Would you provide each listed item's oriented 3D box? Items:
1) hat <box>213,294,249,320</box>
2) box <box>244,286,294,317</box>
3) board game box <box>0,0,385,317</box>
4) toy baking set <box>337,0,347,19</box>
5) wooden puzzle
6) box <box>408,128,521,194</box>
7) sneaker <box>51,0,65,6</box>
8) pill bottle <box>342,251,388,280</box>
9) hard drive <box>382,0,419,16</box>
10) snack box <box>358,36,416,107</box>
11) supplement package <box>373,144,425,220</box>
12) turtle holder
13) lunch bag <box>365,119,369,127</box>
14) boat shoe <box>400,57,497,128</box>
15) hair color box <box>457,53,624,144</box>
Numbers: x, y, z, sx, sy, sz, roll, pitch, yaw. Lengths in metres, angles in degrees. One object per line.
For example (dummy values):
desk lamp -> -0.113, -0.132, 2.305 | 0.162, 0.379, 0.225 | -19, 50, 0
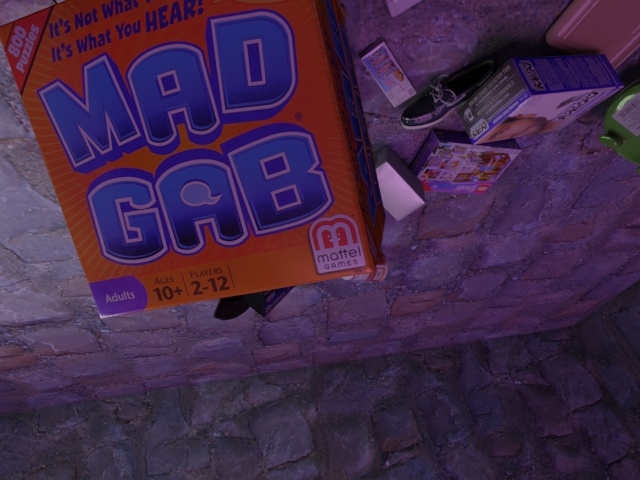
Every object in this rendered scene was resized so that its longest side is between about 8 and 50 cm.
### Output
hat -> -0.288, 0.114, 1.424 | 0.331, 0.134, 0.331 | -48, 162, -21
box -> -0.145, 0.115, 1.415 | 0.261, 0.103, 0.184 | -45, 157, -29
board game box -> -0.118, -0.139, 0.604 | 0.357, 0.356, 0.356 | -11, -169, 14
toy baking set -> 0.028, -0.518, 0.740 | 0.256, 0.030, 0.197 | -33, 144, 28
wooden puzzle -> 0.677, -0.522, 0.928 | 0.239, 0.044, 0.221 | 10, 141, -22
box -> 0.431, -0.235, 1.249 | 0.294, 0.057, 0.200 | 1, 143, -19
sneaker -> -0.402, -0.389, 0.764 | 0.084, 0.069, 0.185 | -19, 141, 25
pill bottle -> 0.145, 0.096, 1.588 | 0.216, 0.121, 0.121 | 5, 143, -22
hard drive -> 0.156, -0.580, 0.636 | 0.233, 0.047, 0.353 | -28, 140, 12
snack box -> 0.163, -0.394, 0.965 | 0.064, 0.022, 0.178 | -28, 143, 24
supplement package -> 0.210, -0.166, 1.186 | 0.105, 0.105, 0.179 | -35, 116, 31
turtle holder -> 0.957, -0.321, 1.081 | 0.227, 0.320, 0.243 | -36, 136, -32
lunch bag -> -0.072, -0.262, 0.857 | 0.305, 0.255, 0.212 | -23, 153, 16
boat shoe -> 0.313, -0.360, 0.997 | 0.255, 0.095, 0.079 | -21, 147, 11
hair color box -> 0.526, -0.340, 0.975 | 0.339, 0.110, 0.185 | -13, 165, -24
